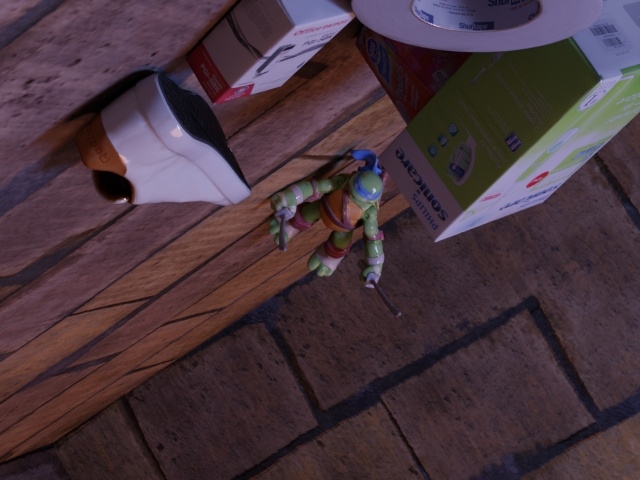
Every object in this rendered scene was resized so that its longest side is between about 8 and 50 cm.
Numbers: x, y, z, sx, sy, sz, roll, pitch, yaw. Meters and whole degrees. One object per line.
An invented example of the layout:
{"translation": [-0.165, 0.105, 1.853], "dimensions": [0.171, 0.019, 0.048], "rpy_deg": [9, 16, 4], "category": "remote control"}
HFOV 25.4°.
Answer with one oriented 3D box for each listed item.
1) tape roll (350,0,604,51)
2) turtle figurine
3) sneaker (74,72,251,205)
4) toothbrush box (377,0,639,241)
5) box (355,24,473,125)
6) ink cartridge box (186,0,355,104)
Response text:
{"translation": [0.137, -0.235, 1.244], "dimensions": [0.219, 0.072, 0.219], "rpy_deg": [2, 168, 0], "category": "tape roll"}
{"translation": [0.000, 0.000, 2.262], "dimensions": [0.198, 0.275, 0.266], "rpy_deg": [8, 164, -17], "category": "turtle figurine"}
{"translation": [-0.159, -0.084, 1.410], "dimensions": [0.123, 0.106, 0.290], "rpy_deg": [-29, 163, 8], "category": "sneaker"}
{"translation": [0.228, -0.142, 1.498], "dimensions": [0.206, 0.122, 0.283], "rpy_deg": [-19, 160, -45], "category": "toothbrush box"}
{"translation": [0.184, -0.245, 1.580], "dimensions": [0.257, 0.128, 0.122], "rpy_deg": [-29, 170, -17], "category": "box"}
{"translation": [-0.043, -0.189, 1.304], "dimensions": [0.099, 0.056, 0.135], "rpy_deg": [-23, 170, -46], "category": "ink cartridge box"}
